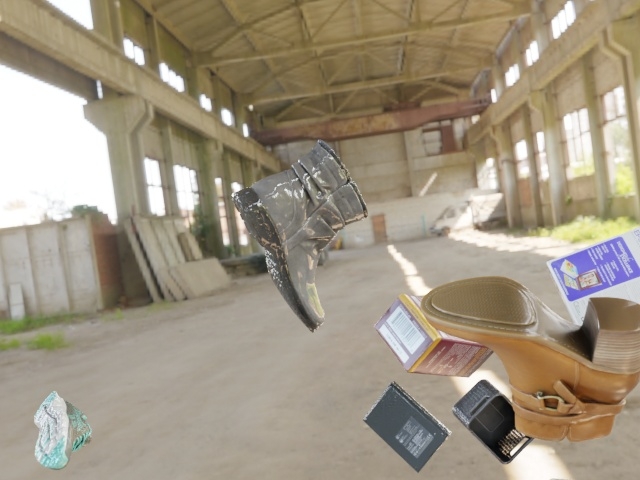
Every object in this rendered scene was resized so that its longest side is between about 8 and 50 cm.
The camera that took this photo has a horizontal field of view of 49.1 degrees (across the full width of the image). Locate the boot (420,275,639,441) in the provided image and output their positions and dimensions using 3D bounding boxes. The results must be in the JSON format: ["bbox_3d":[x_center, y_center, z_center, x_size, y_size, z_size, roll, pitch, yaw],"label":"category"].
[{"bbox_3d":[0.270,0.163,0.926,0.283,0.220,0.109,2,38,7],"label":"boot"}]

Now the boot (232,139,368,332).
[{"bbox_3d":[0.000,0.000,1.324,0.222,0.338,0.118,-30,31,-11],"label":"boot"}]

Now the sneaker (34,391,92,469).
[{"bbox_3d":[-0.354,0.272,0.989,0.076,0.065,0.166,37,1,-26],"label":"sneaker"}]

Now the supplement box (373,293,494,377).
[{"bbox_3d":[0.192,0.160,1.160,0.188,0.104,0.081,16,-61,-46],"label":"supplement box"}]

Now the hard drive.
[{"bbox_3d":[0.152,0.331,1.249,0.135,0.094,0.022,41,16,21],"label":"hard drive"}]

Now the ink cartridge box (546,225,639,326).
[{"bbox_3d":[0.607,0.100,1.445,0.208,0.206,0.045,-22,-28,10],"label":"ink cartridge box"}]

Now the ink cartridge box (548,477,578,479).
[{"bbox_3d":[0.450,0.531,1.180,0.134,0.231,0.078,-8,-5,38],"label":"ink cartridge box"}]

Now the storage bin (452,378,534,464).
[{"bbox_3d":[0.426,0.444,1.719,0.122,0.180,0.084,-44,21,-1],"label":"storage bin"}]
